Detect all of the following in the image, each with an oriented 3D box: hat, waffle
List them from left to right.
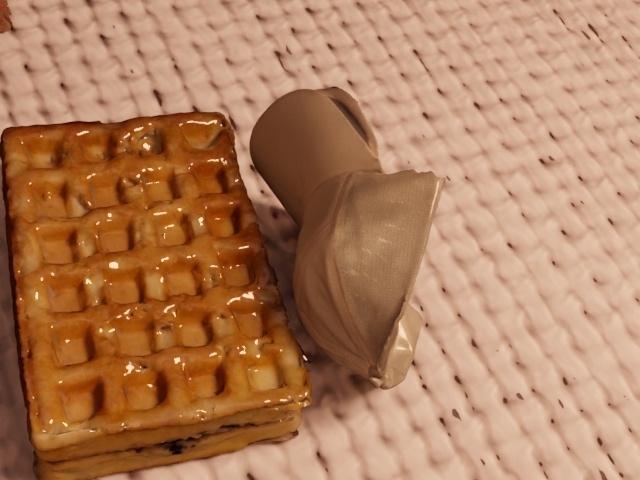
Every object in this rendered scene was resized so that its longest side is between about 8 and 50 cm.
[{"bbox_3d":[-0.143,0.031,0.822,0.212,0.091,0.308,-7,56,-17],"label":"waffle"},{"bbox_3d":[0.000,0.000,0.809,0.226,0.220,0.164,29,59,22],"label":"hat"}]

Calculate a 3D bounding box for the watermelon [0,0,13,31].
[{"bbox_3d":[-0.370,-0.263,1.031,0.101,0.080,0.155,-24,56,15],"label":"watermelon"}]
